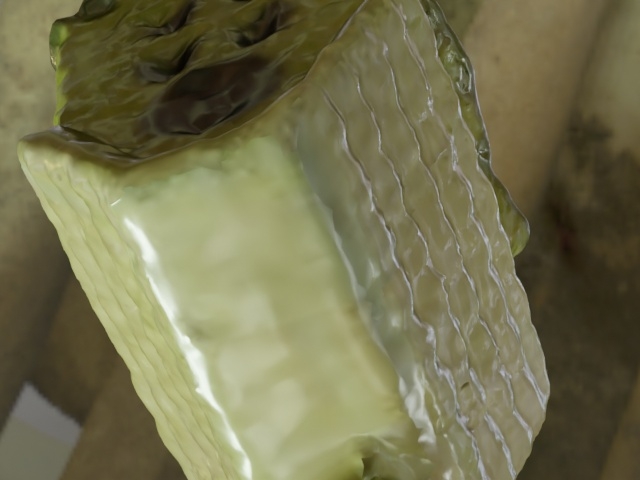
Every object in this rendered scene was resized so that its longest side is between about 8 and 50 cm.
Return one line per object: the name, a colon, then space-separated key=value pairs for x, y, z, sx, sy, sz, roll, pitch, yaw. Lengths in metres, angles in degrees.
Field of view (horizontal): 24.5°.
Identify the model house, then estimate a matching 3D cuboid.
model house: x=0.000 y=0.000 z=0.558 sx=0.175 sy=0.193 sz=0.234 roll=-22 pitch=-155 yaw=2
